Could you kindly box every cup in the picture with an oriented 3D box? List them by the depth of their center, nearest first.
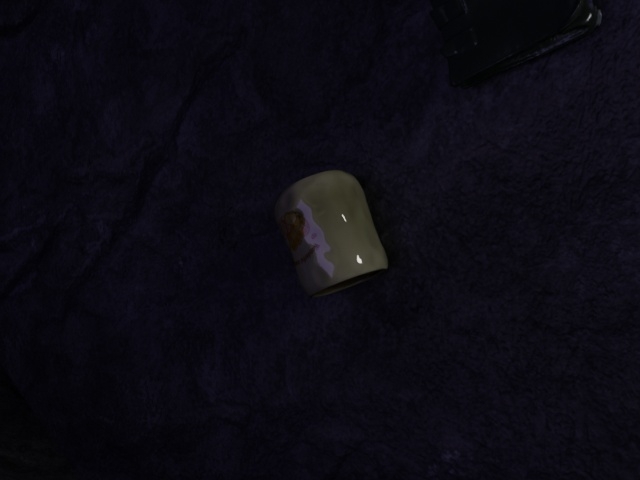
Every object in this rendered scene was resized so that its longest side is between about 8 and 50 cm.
[{"bbox_3d":[0.019,-0.007,1.394,0.173,0.255,0.202,-20,80,-1],"label":"cup"}]

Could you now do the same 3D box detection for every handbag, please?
[{"bbox_3d":[0.276,-0.394,1.135,0.260,0.079,0.248,-21,80,43],"label":"handbag"}]
